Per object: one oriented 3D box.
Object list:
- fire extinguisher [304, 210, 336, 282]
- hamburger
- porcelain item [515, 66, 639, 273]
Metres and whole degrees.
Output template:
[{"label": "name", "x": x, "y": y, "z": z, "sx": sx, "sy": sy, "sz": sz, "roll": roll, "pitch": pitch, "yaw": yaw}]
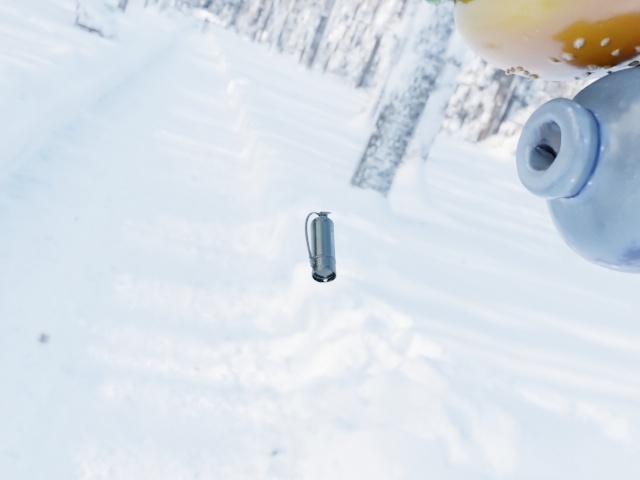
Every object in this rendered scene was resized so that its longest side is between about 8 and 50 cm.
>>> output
[{"label": "fire extinguisher", "x": 0.000, "y": 0.000, "z": 0.942, "sx": 0.038, "sy": 0.025, "sz": 0.083, "roll": 27, "pitch": 46, "yaw": -34}, {"label": "hamburger", "x": 0.197, "y": -0.202, "z": 0.690, "sx": 0.246, "sy": 0.169, "sz": 0.246, "roll": -20, "pitch": 8, "yaw": 3}, {"label": "porcelain item", "x": 0.260, "y": -0.040, "z": 0.666, "sx": 0.259, "sy": 0.141, "sz": 0.141, "roll": 10, "pitch": 13, "yaw": -24}]
